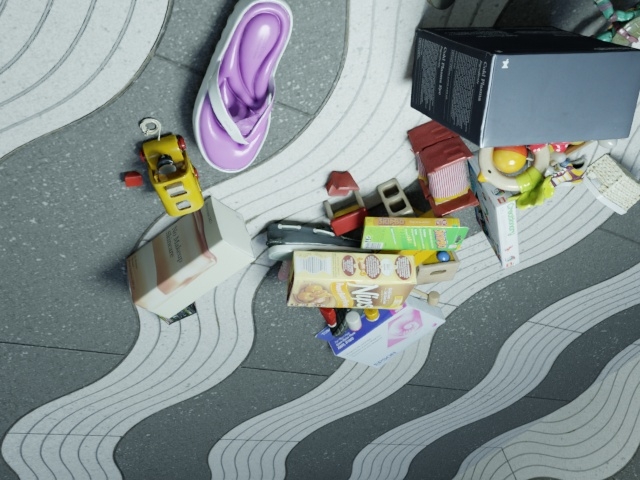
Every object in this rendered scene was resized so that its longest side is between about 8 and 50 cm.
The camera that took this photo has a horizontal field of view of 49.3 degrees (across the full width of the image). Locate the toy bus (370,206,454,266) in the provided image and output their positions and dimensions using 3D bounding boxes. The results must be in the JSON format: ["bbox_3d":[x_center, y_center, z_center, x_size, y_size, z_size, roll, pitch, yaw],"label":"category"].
[{"bbox_3d":[0.223,0.019,1.954,0.108,0.130,0.333,23,126,-40],"label":"toy bus"}]

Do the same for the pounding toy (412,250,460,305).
[{"bbox_3d":[0.305,0.081,2.007,0.181,0.206,0.094,-8,141,-15],"label":"pounding toy"}]

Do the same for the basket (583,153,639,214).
[{"bbox_3d":[0.852,-0.164,2.030,0.167,0.113,0.103,21,123,-41],"label":"basket"}]

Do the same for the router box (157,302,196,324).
[{"bbox_3d":[-0.414,0.180,1.943,0.092,0.038,0.122,-24,143,5],"label":"router box"}]

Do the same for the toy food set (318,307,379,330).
[{"bbox_3d":[0.063,0.194,2.018,0.111,0.232,0.104,-52,151,-21],"label":"toy food set"}]

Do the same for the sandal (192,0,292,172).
[{"bbox_3d":[-0.156,-0.289,1.393,0.170,0.102,0.416,-4,135,-24],"label":"sandal"}]

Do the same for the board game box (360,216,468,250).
[{"bbox_3d":[0.237,-0.015,1.781,0.260,0.039,0.124,3,151,-1],"label":"board game box"}]

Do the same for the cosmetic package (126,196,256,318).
[{"bbox_3d":[-0.324,0.046,1.723,0.296,0.153,0.129,-35,142,17],"label":"cosmetic package"}]

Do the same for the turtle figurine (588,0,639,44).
[{"bbox_3d":[0.661,-0.484,1.544,0.175,0.118,0.234,13,138,-36],"label":"turtle figurine"}]

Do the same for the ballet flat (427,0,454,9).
[{"bbox_3d":[0.195,-0.530,1.323,0.084,0.058,0.250,-52,143,5],"label":"ballet flat"}]

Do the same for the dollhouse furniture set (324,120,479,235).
[{"bbox_3d":[0.188,-0.128,1.735,0.374,0.152,0.201,-23,143,4],"label":"dollhouse furniture set"}]

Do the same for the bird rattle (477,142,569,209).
[{"bbox_3d":[0.477,-0.201,1.632,0.207,0.143,0.253,12,98,7],"label":"bird rattle"}]

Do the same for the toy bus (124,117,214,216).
[{"bbox_3d":[-0.323,-0.143,1.524,0.202,0.104,0.191,13,132,-37],"label":"toy bus"}]

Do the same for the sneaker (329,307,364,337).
[{"bbox_3d":[0.111,0.216,2.178,0.106,0.101,0.267,2,138,-30],"label":"sneaker"}]

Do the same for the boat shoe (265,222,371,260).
[{"bbox_3d":[0.000,0.000,1.860,0.303,0.091,0.114,3,161,-32],"label":"boat shoe"}]

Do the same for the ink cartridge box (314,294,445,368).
[{"bbox_3d":[0.205,0.301,2.356,0.324,0.071,0.330,-40,140,25],"label":"ink cartridge box"}]

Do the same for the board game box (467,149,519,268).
[{"bbox_3d":[0.471,-0.080,1.892,0.053,0.192,0.305,-22,144,3],"label":"board game box"}]

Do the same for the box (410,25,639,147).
[{"bbox_3d":[0.406,-0.324,1.422,0.344,0.312,0.178,-6,115,-17],"label":"box"}]

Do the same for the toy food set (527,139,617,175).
[{"bbox_3d":[0.665,-0.266,1.794,0.306,0.092,0.219,-31,144,-7],"label":"toy food set"}]

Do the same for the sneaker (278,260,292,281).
[{"bbox_3d":[-0.091,0.056,1.927,0.070,0.051,0.134,20,124,-39],"label":"sneaker"}]

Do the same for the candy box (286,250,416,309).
[{"bbox_3d":[0.076,0.108,1.842,0.317,0.087,0.183,3,152,-7],"label":"candy box"}]

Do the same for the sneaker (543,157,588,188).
[{"bbox_3d":[0.662,-0.188,1.957,0.186,0.069,0.083,-15,135,-17],"label":"sneaker"}]
